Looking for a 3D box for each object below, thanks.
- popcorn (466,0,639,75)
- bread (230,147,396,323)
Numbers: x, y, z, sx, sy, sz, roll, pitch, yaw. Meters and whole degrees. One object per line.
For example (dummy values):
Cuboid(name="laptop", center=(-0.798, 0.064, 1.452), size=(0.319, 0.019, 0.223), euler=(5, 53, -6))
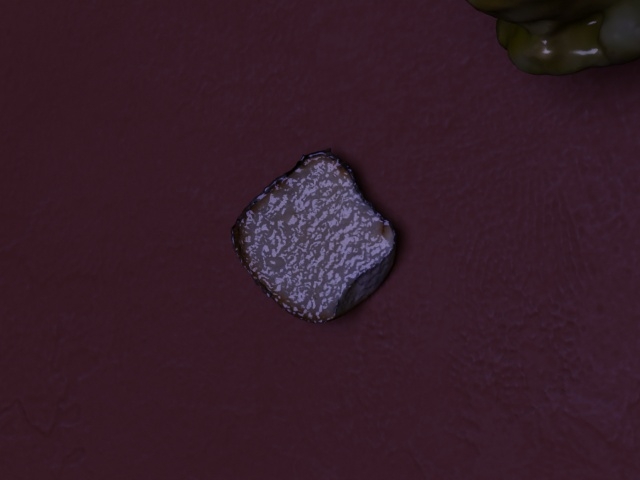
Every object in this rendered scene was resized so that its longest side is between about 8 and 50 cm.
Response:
Cuboid(name="popcorn", center=(0.205, -0.270, 1.181), size=(0.312, 0.312, 0.312), euler=(0, 90, 28))
Cuboid(name="bread", center=(0.000, 0.000, 1.415), size=(0.126, 0.044, 0.129), euler=(-44, 68, 13))
